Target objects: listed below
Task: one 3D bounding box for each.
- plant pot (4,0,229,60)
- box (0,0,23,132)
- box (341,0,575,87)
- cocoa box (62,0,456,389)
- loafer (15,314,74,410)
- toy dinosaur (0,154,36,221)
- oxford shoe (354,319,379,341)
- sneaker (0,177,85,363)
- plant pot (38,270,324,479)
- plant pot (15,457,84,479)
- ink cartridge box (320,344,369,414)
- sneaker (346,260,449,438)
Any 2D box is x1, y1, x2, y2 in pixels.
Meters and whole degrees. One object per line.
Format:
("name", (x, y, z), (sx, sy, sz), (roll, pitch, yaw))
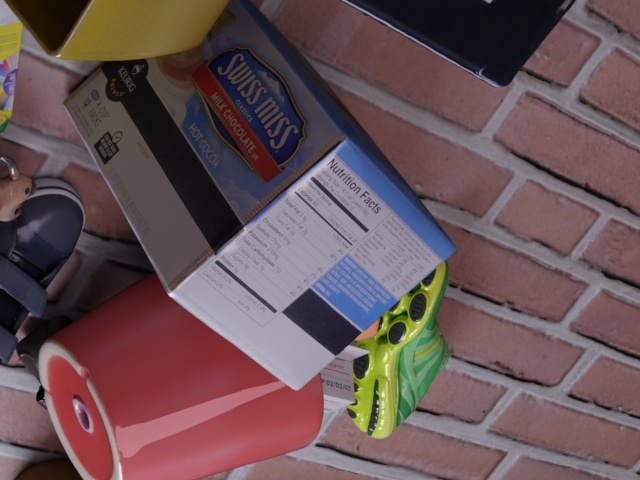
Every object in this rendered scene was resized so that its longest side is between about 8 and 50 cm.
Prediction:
("plant pot", (-0.179, -0.292, 1.459), (0.187, 0.212, 0.212), (12, 120, -51))
("box", (-0.353, -0.177, 1.541), (0.105, 0.043, 0.179), (-19, 135, -41))
("box", (0.042, -0.364, 1.375), (0.293, 0.395, 0.212), (22, 114, -40))
("cocoa box", (-0.067, -0.069, 1.598), (0.228, 0.347, 0.231), (-41, 135, 7))
("loafer", (-0.305, 0.180, 1.880), (0.078, 0.080, 0.220), (-12, 126, 10))
("toy dinosaur", (-0.420, 0.009, 1.547), (0.127, 0.295, 0.200), (35, 114, -2))
("oxford shoe", (0.000, 0.000, 1.860), (0.133, 0.130, 0.363), (-13, 132, -13))
("sneaker", (-0.373, 0.075, 1.706), (0.321, 0.127, 0.126), (-43, 134, 7))
("plant pot", (-0.169, 0.158, 1.758), (0.243, 0.275, 0.275), (-22, 136, -28))
("plant pot", (-0.301, 0.401, 1.933), (0.237, 0.254, 0.237), (-15, 133, -17))
("ink cartridge box", (-0.030, 0.187, 1.989), (0.104, 0.061, 0.181), (18, 147, -39))
("sneaker", (0.111, 0.126, 2.065), (0.123, 0.109, 0.295), (-23, 138, -45))
